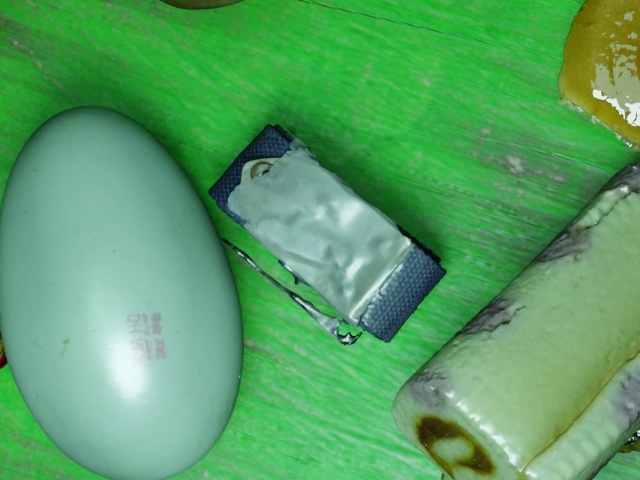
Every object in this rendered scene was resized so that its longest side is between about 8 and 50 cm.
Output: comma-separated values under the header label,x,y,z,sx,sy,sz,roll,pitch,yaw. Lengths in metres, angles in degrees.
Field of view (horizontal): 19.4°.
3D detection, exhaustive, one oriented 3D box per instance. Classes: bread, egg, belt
label,x,y,z,sx,sy,sz,roll,pitch,yaw
bread,0.242,0.098,1.725,0.187,0.155,0.338,44,68,8
egg,-0.197,0.050,1.794,0.230,0.230,0.371,-16,80,6
bread,0.353,-0.156,1.787,0.245,0.121,0.174,27,92,10
belt,0.000,0.000,1.814,0.230,0.139,0.126,41,92,6

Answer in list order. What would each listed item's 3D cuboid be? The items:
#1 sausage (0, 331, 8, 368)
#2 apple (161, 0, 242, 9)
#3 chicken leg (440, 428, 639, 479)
label,x,y,z,sx,sy,sz,roll,pitch,yaw
sausage,-0.425,0.115,1.901,0.264,0.083,0.083,-9,85,6
apple,-0.113,-0.348,1.795,0.234,0.257,0.257,-44,82,6
chicken leg,0.220,0.190,1.804,0.228,0.088,0.103,-17,56,-5
